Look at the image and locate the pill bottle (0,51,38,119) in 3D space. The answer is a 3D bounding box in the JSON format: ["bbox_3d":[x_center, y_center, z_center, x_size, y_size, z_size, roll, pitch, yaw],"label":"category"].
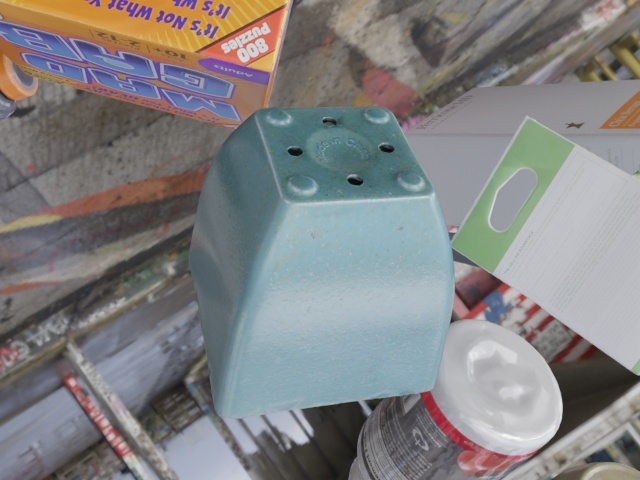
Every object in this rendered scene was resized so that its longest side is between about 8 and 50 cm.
[{"bbox_3d":[-0.601,-0.249,1.181,0.245,0.130,0.130,-15,176,11],"label":"pill bottle"}]

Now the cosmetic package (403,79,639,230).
[{"bbox_3d":[0.375,-0.126,1.048,0.453,0.161,0.230,8,-147,43],"label":"cosmetic package"}]

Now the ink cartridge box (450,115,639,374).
[{"bbox_3d":[0.276,0.001,0.730,0.056,0.235,0.171,-17,139,-56],"label":"ink cartridge box"}]

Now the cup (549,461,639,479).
[{"bbox_3d":[0.592,0.598,1.472,0.331,0.331,0.237,-33,140,-30],"label":"cup"}]

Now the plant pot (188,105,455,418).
[{"bbox_3d":[0.000,0.000,0.746,0.247,0.248,0.252,-5,135,-16],"label":"plant pot"}]

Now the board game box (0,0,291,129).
[{"bbox_3d":[-0.201,-0.378,0.898,0.356,0.356,0.356,162,-59,-82],"label":"board game box"}]

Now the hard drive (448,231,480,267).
[{"bbox_3d":[0.325,0.028,1.230,0.172,0.054,0.254,4,-173,-40],"label":"hard drive"}]

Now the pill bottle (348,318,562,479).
[{"bbox_3d":[0.155,0.261,0.931,0.176,0.176,0.318,-30,157,-43],"label":"pill bottle"}]
